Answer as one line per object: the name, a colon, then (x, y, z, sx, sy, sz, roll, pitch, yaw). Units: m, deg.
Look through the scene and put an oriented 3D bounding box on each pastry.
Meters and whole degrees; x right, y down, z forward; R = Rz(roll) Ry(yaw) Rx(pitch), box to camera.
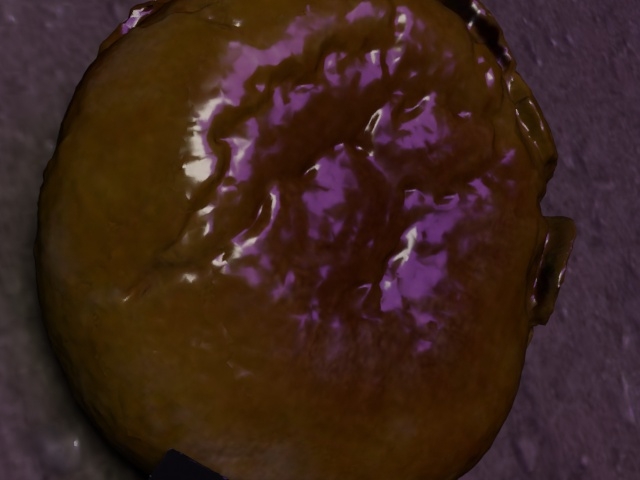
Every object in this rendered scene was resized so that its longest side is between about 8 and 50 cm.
pastry: (0.000, 0.000, 0.699, 0.356, 0.164, 0.355, -4, 97, -34)

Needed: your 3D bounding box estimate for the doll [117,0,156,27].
doll: (-0.082, -0.091, 0.792, 0.106, 0.062, 0.162, -15, 82, -51)

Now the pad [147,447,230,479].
pad: (-0.034, 0.240, 0.652, 0.245, 0.006, 0.170, 35, 90, -23)
